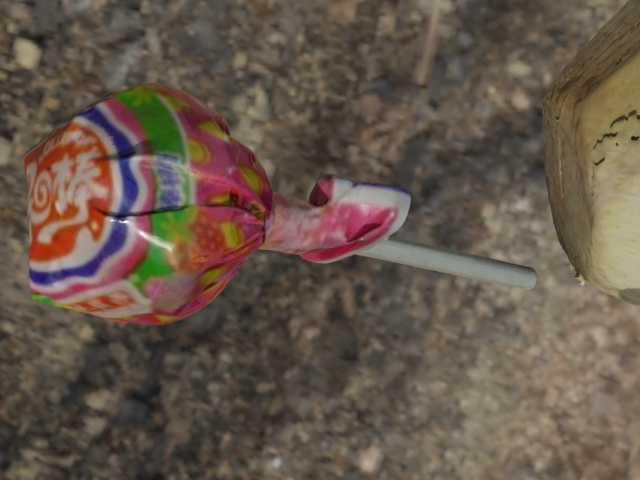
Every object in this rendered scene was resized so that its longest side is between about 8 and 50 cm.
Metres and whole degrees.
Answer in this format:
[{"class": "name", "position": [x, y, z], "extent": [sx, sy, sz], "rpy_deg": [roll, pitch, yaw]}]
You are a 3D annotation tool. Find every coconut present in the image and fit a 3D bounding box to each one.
[{"class": "coconut", "position": [0.372, -0.093, 1.435], "extent": [0.353, 0.353, 0.352], "rpy_deg": [-18, 117, -42]}]

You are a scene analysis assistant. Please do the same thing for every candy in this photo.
[{"class": "candy", "position": [0.000, 0.000, 0.906], "extent": [0.365, 0.124, 0.124], "rpy_deg": [12, 95, -43]}]
